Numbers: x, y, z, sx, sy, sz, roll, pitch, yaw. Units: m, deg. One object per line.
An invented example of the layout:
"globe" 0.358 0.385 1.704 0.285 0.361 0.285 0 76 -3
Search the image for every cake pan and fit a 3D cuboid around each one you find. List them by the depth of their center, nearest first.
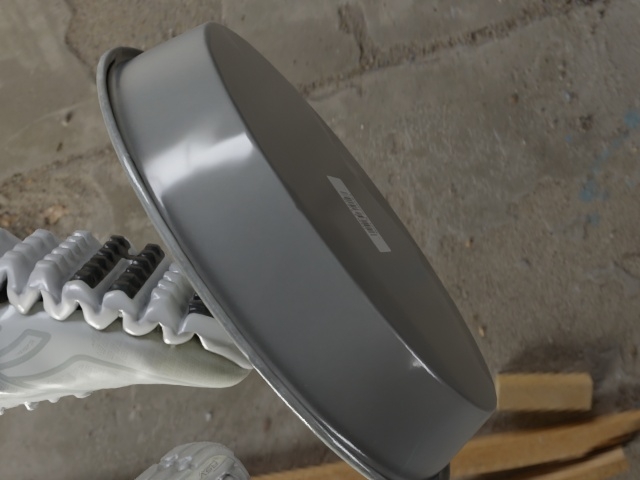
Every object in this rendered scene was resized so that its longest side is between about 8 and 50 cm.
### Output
"cake pan" 0.000 0.000 0.538 0.054 0.293 0.293 -36 110 12

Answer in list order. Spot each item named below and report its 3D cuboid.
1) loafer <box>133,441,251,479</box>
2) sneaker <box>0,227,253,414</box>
"loafer" -0.172 0.287 0.773 0.319 0.112 0.111 -35 103 -25
"sneaker" -0.176 0.053 0.572 0.292 0.110 0.118 9 102 7
